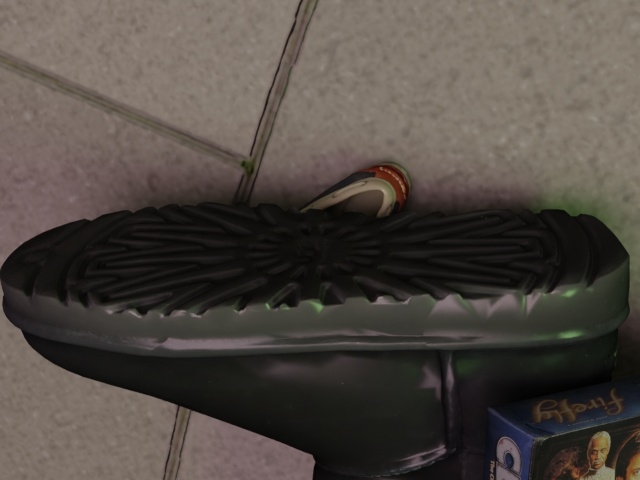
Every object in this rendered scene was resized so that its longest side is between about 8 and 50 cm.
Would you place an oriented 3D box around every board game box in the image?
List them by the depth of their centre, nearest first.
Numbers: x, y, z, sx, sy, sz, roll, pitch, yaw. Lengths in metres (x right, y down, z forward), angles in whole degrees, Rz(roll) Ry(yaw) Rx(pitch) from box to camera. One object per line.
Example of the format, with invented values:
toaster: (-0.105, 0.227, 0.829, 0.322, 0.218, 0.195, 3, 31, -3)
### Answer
board game box: (0.199, 0.152, 0.749, 0.243, 0.042, 0.165, -8, 111, -26)

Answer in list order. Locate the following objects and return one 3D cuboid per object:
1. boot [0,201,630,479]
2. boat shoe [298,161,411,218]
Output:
boot: (0.004, 0.208, 0.841, 0.367, 0.146, 0.445, 2, 115, 11)
boat shoe: (0.000, 0.000, 0.853, 0.137, 0.043, 0.049, -37, 95, 26)
